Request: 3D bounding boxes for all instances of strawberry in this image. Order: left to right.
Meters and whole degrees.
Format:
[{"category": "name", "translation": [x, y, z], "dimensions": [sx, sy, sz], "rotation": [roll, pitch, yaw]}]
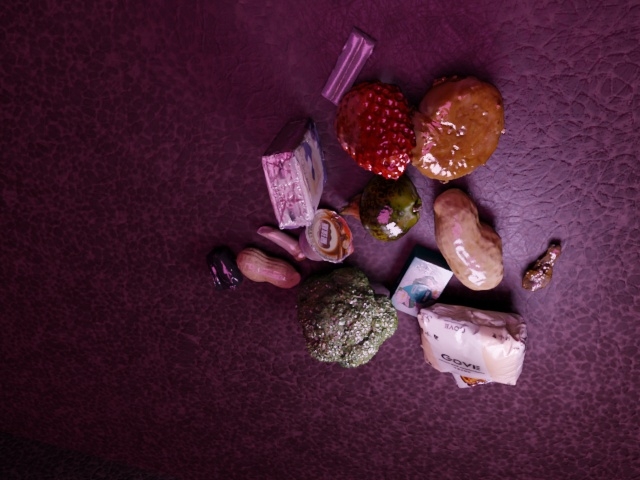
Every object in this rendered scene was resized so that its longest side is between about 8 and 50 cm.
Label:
[{"category": "strawberry", "translation": [0.145, -0.319, 1.464], "dimensions": [0.149, 0.336, 0.265], "rotation": [4, 132, -28]}]

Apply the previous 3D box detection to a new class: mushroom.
[{"category": "mushroom", "translation": [-0.137, 0.005, 1.877], "dimensions": [0.209, 0.084, 0.071], "rotation": [31, 82, 0]}]

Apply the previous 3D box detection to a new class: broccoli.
[{"category": "broccoli", "translation": [0.078, 0.284, 1.842], "dimensions": [0.413, 0.321, 0.310], "rotation": [8, 139, 20]}]

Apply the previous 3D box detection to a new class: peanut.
[{"category": "peanut", "translation": [-0.201, 0.112, 1.927], "dimensions": [0.256, 0.123, 0.124], "rotation": [23, 123, -6]}, {"category": "peanut", "translation": [0.492, 0.001, 1.667], "dimensions": [0.192, 0.169, 0.387], "rotation": [-30, 110, 10]}]

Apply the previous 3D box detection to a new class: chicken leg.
[{"category": "chicken leg", "translation": [0.769, 0.094, 1.726], "dimensions": [0.085, 0.069, 0.198], "rotation": [32, 118, 21]}]

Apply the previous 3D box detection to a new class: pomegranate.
[{"category": "pomegranate", "translation": [0.207, -0.105, 1.666], "dimensions": [0.204, 0.222, 0.276], "rotation": [30, 155, -14]}]

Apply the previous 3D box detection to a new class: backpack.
[{"category": "backpack", "translation": [-0.375, 0.110, 1.970], "dimensions": [0.120, 0.106, 0.165], "rotation": [-8, 103, 42]}]

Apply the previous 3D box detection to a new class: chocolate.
[{"category": "chocolate", "translation": [0.005, -0.001, 1.796], "dimensions": [0.221, 0.221, 0.147], "rotation": [40, 148, -12]}]

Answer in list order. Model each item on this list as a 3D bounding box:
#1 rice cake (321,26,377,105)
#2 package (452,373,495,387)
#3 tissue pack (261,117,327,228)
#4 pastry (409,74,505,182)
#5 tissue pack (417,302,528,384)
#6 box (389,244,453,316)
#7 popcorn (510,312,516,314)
[{"category": "rice cake", "translation": [0.082, -0.520, 1.524], "dimensions": [0.085, 0.040, 0.226], "rotation": [28, 122, -5]}, {"category": "package", "translation": [0.643, 0.519, 2.022], "dimensions": [0.239, 0.030, 0.154], "rotation": [-22, 111, 24]}, {"category": "tissue pack", "translation": [-0.073, -0.213, 1.563], "dimensions": [0.125, 0.344, 0.242], "rotation": [-6, 118, 13]}, {"category": "pastry", "translation": [0.382, -0.335, 1.477], "dimensions": [0.284, 0.184, 0.316], "rotation": [11, 121, -19]}, {"category": "tissue pack", "translation": [0.555, 0.377, 1.836], "dimensions": [0.375, 0.195, 0.390], "rotation": [6, 143, 26]}, {"category": "box", "translation": [0.363, 0.154, 1.832], "dimensions": [0.153, 0.092, 0.245], "rotation": [22, 123, 0]}, {"category": "popcorn", "translation": [0.711, 0.310, 1.867], "dimensions": [0.082, 0.057, 0.083], "rotation": [23, 125, 0]}]
